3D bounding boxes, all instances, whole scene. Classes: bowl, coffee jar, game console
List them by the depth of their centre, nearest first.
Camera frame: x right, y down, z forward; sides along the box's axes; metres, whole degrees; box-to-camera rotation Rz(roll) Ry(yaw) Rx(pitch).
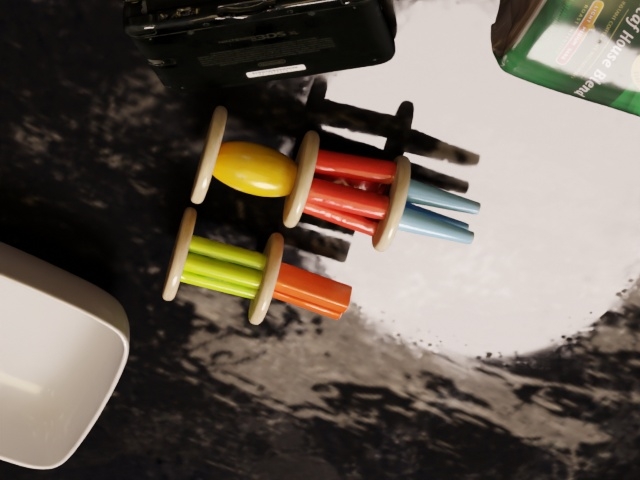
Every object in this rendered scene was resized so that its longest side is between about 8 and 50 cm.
[{"bbox_3d":[0.179,-0.091,0.678,0.184,0.079,0.096,21,127,-11],"label":"coffee jar"},{"bbox_3d":[-0.032,-0.131,0.710,0.122,0.071,0.107,-7,157,12],"label":"game console"},{"bbox_3d":[-0.188,0.057,0.847,0.142,0.053,0.142,24,126,-14],"label":"bowl"}]

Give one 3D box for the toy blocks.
[{"bbox_3d":[0.000,0.000,0.783,0.148,0.054,0.123,15,127,-7],"label":"toy blocks"}]
